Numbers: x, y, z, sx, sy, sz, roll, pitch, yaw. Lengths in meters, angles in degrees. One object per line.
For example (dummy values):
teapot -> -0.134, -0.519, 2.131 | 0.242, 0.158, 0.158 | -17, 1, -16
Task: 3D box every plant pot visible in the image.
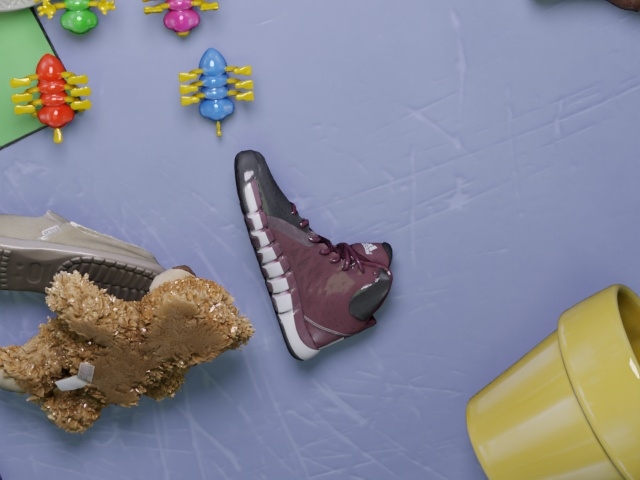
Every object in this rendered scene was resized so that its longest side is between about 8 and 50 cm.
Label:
plant pot -> 0.319, 0.216, 1.546 | 0.239, 0.254, 0.254 | -30, 105, 21

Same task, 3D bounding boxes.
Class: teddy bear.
teddy bear -> -0.247, 0.123, 1.533 | 0.245, 0.113, 0.338 | 31, 127, -25

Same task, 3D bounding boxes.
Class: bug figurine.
bug figurine -> -0.220, -0.223, 1.480 | 0.279, 0.072, 0.216 | -2, 111, -8

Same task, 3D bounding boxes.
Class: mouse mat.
mouse mat -> -0.401, -0.186, 1.524 | 0.189, 0.007, 0.153 | -25, 105, 4

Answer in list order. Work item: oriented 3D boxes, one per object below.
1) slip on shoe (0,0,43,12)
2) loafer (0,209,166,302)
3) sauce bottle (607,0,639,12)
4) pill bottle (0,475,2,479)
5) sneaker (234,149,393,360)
slip on shoe -> -0.439, -0.323, 1.438 | 0.331, 0.101, 0.123 | -6, 119, -13
loafer -> -0.315, 0.014, 1.538 | 0.268, 0.092, 0.102 | 12, 133, -20
sauce bottle -> 0.406, -0.318, 1.460 | 0.344, 0.111, 0.111 | -1, 106, 1
pill bottle -> -0.450, 0.293, 1.624 | 0.067, 0.067, 0.120 | -18, 106, 3
sneaker -> 0.000, 0.000, 1.549 | 0.162, 0.106, 0.281 | -18, 115, -3
